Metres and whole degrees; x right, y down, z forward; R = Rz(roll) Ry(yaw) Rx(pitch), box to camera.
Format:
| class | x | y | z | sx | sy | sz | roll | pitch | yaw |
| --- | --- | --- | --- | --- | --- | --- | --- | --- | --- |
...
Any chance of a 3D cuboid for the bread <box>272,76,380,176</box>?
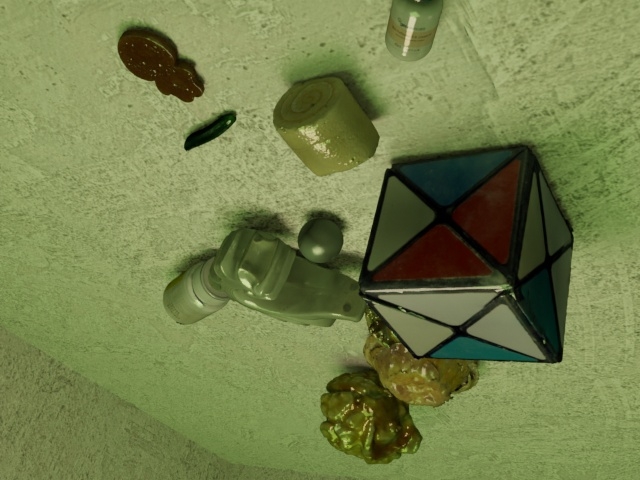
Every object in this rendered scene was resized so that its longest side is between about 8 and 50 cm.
| class | x | y | z | sx | sy | sz | roll | pitch | yaw |
| --- | --- | --- | --- | --- | --- | --- | --- | --- | --- |
| bread | 0.009 | -0.197 | 1.271 | 0.148 | 0.134 | 0.141 | 7 | 150 | 43 |

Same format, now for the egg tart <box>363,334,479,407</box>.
| class | x | y | z | sx | sy | sz | roll | pitch | yaw |
| --- | --- | --- | --- | --- | --- | --- | --- | --- | --- |
| egg tart | 0.281 | 0.372 | 2.055 | 0.352 | 0.150 | 0.352 | 11 | 146 | 8 |

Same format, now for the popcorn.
| class | x | y | z | sx | sy | sz | roll | pitch | yaw |
| --- | --- | --- | --- | --- | --- | --- | --- | --- | --- |
| popcorn | 0.148 | 0.557 | 2.290 | 0.274 | 0.279 | 0.335 | -24 | 147 | 36 |

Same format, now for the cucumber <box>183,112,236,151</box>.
| class | x | y | z | sx | sy | sz | roll | pitch | yaw |
| --- | --- | --- | --- | --- | --- | --- | --- | --- | --- |
| cucumber | -0.228 | -0.215 | 1.461 | 0.184 | 0.036 | 0.033 | -18 | 125 | 43 |

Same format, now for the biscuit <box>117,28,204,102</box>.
| class | x | y | z | sx | sy | sz | roll | pitch | yaw |
| --- | --- | --- | --- | --- | --- | --- | --- | --- | --- |
| biscuit | -0.294 | -0.321 | 1.330 | 0.175 | 0.026 | 0.124 | 38 | 145 | -30 |

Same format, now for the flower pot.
| class | x | y | z | sx | sy | sz | roll | pitch | yaw |
| --- | --- | --- | --- | --- | --- | --- | --- | --- | --- |
| flower pot | -0.082 | 0.106 | 1.757 | 0.367 | 0.164 | 0.254 | 25 | 161 | -14 |

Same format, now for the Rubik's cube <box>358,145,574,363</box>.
| class | x | y | z | sx | sy | sz | roll | pitch | yaw |
| --- | --- | --- | --- | --- | --- | --- | --- | --- | --- |
| Rubik's cube | 0.284 | 0.044 | 1.345 | 0.305 | 0.307 | 0.310 | -5 | 144 | 30 |

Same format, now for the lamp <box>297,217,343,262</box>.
| class | x | y | z | sx | sy | sz | roll | pitch | yaw |
| --- | --- | --- | --- | --- | --- | --- | --- | --- | --- |
| lamp | 0.000 | 0.000 | 1.629 | 0.105 | 0.105 | 0.105 | 13 | 150 | 8 |

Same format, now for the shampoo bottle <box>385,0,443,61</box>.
| class | x | y | z | sx | sy | sz | roll | pitch | yaw |
| --- | --- | --- | --- | --- | --- | --- | --- | --- | --- |
| shampoo bottle | 0.140 | -0.341 | 1.022 | 0.074 | 0.074 | 0.192 | 16 | 150 | 3 |

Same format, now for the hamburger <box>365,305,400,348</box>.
| class | x | y | z | sx | sy | sz | roll | pitch | yaw |
| --- | --- | --- | --- | --- | --- | --- | --- | --- | --- |
| hamburger | 0.174 | 0.187 | 1.792 | 0.131 | 0.159 | 0.185 | -10 | 159 | 43 |

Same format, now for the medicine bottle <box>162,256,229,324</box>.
| class | x | y | z | sx | sy | sz | roll | pitch | yaw |
| --- | --- | --- | --- | --- | --- | --- | --- | --- | --- |
| medicine bottle | -0.324 | 0.137 | 1.983 | 0.143 | 0.143 | 0.258 | 31 | 148 | -22 |
